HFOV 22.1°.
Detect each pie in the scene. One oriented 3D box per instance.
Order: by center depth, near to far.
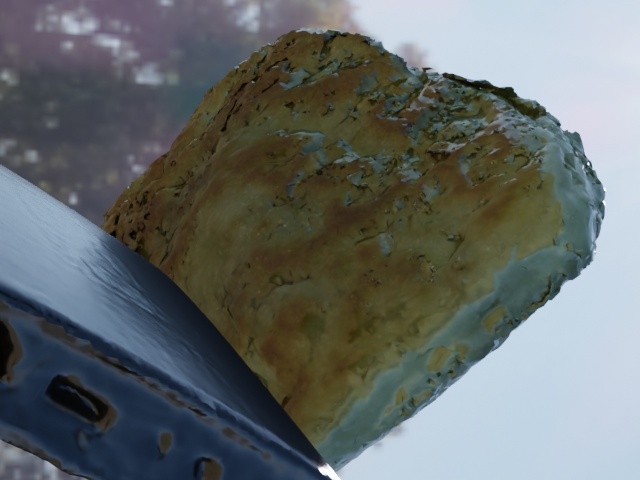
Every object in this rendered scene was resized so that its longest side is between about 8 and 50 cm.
[{"bbox_3d":[0.003,0.017,1.262,0.395,0.180,0.418,-49,-146,-4],"label":"pie"}]

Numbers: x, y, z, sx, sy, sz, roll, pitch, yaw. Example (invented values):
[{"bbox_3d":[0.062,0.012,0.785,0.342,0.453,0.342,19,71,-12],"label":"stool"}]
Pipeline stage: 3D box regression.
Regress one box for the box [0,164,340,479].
[{"bbox_3d":[-0.145,0.029,0.846,0.073,0.290,0.289,-52,-143,4],"label":"box"}]
